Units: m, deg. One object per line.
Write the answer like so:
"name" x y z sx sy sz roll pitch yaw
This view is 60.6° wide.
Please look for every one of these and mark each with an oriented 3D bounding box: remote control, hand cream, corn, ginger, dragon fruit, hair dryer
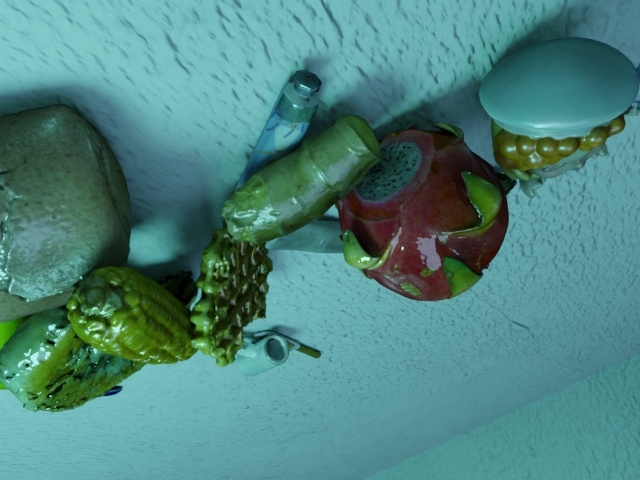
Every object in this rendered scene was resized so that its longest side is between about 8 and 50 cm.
"remote control" 0.000 0.000 1.041 0.229 0.044 0.073 1 138 -43
"hand cream" -0.063 -0.150 0.843 0.088 0.055 0.256 -5 149 -31
"corn" -0.256 0.125 0.819 0.121 0.120 0.363 -20 161 -1
"ginger" -0.027 -0.084 0.824 0.263 0.109 0.116 -36 110 11
"dragon fruit" 0.144 -0.058 0.869 0.291 0.290 0.189 -35 141 19
"hair dryer" -0.203 0.250 1.260 0.237 0.073 0.131 24 140 -35

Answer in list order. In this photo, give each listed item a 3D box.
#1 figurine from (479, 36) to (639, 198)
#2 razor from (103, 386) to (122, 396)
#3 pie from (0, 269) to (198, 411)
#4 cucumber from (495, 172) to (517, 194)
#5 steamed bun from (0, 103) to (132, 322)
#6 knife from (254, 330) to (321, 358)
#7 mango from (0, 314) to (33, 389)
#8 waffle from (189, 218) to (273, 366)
"figurine" 0.355 -0.182 0.906 0.225 0.205 0.382 -23 163 -1
"razor" -0.537 0.353 1.273 0.155 0.028 0.044 14 131 -37
"pie" -0.380 0.180 0.964 0.371 0.078 0.296 -20 149 -52
"cucumber" 0.260 -0.060 1.088 0.265 0.077 0.077 -35 141 16
"steamed bun" -0.384 -0.011 0.736 0.252 0.199 0.301 -10 142 -14
"knife" -0.079 0.270 1.388 0.046 0.022 0.256 -29 143 22
"mango" -0.550 0.142 0.903 0.175 0.143 0.293 -36 144 -13
"waffle" -0.145 0.085 0.941 0.051 0.291 0.291 9 146 14
